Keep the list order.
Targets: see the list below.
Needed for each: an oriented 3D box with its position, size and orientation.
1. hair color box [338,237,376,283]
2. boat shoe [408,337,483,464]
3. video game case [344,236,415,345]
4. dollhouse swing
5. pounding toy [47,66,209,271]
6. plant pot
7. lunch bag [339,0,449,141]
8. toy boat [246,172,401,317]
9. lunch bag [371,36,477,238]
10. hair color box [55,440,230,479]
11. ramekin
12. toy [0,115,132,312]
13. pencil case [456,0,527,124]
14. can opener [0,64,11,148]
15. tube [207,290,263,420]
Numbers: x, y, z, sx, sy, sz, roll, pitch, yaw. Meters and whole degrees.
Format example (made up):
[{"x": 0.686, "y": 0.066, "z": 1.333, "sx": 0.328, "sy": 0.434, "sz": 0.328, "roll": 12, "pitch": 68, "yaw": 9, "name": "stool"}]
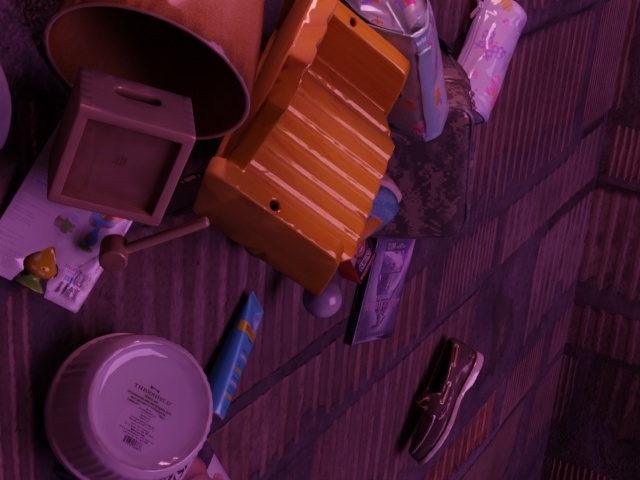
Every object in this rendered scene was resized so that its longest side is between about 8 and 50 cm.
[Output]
[{"x": 0.059, "y": 0.014, "z": 1.972, "sx": 0.072, "sy": 0.043, "sz": 0.141, "roll": -60, "pitch": 150, "yaw": -22, "name": "hair color box"}, {"x": 0.291, "y": 0.395, "z": 2.588, "sx": 0.324, "sy": 0.097, "sz": 0.116, "roll": -59, "pitch": -169, "yaw": -18, "name": "boat shoe"}, {"x": 0.131, "y": 0.077, "z": 2.171, "sx": 0.196, "sy": 0.026, "sz": 0.274, "roll": -2, "pitch": 106, "yaw": -62, "name": "video game case"}, {"x": 0.033, "y": -0.171, "z": 1.357, "sx": 0.315, "sy": 0.305, "sz": 0.346, "roll": 35, "pitch": 57, "yaw": -23, "name": "dollhouse swing"}, {"x": -0.211, "y": -0.069, "z": 1.175, "sx": 0.206, "sy": 0.181, "sz": 0.094, "roll": -61, "pitch": -153, "yaw": 32, "name": "pounding toy"}, {"x": -0.157, "y": -0.286, "z": 1.205, "sx": 0.237, "sy": 0.237, "sz": 0.254, "roll": 62, "pitch": 41, "yaw": -55, "name": "plant pot"}, {"x": 0.109, "y": -0.303, "z": 1.633, "sx": 0.160, "sy": 0.262, "sz": 0.223, "roll": -20, "pitch": 137, "yaw": -6, "name": "lunch bag"}, {"x": 0.000, "y": 0.000, "z": 1.663, "sx": 0.318, "sy": 0.268, "sz": 0.148, "roll": 96, "pitch": -22, "yaw": -61, "name": "toy boat"}, {"x": 0.169, "y": -0.189, "z": 1.890, "sx": 0.256, "sy": 0.213, "sz": 0.305, "roll": -88, "pitch": 176, "yaw": -54, "name": "lunch bag"}, {"x": -0.238, "y": 0.363, "z": 1.538, "sx": 0.174, "sy": 0.105, "sz": 0.347, "roll": -57, "pitch": 150, "yaw": -28, "name": "hair color box"}, {"x": -0.235, "y": 0.214, "z": 1.332, "sx": 0.207, "sy": 0.109, "sz": 0.207, "roll": 9, "pitch": 73, "yaw": -30, "name": "ramekin"}, {"x": -0.288, "y": -0.050, "z": 1.229, "sx": 0.137, "sy": 0.056, "sz": 0.237, "roll": 33, "pitch": 82, "yaw": -31, "name": "toy"}, {"x": 0.341, "y": -0.381, "z": 2.207, "sx": 0.124, "sy": 0.113, "sz": 0.273, "roll": 32, "pitch": 76, "yaw": -52, "name": "pencil case"}, {"x": -0.345, "y": -0.226, "z": 1.010, "sx": 0.074, "sy": 0.093, "sz": 0.280, "roll": -40, "pitch": 134, "yaw": -47, "name": "can opener"}, {"x": -0.141, "y": 0.188, "z": 1.693, "sx": 0.080, "sy": 0.052, "sz": 0.207, "roll": 78, "pitch": 31, "yaw": -62, "name": "tube"}]
